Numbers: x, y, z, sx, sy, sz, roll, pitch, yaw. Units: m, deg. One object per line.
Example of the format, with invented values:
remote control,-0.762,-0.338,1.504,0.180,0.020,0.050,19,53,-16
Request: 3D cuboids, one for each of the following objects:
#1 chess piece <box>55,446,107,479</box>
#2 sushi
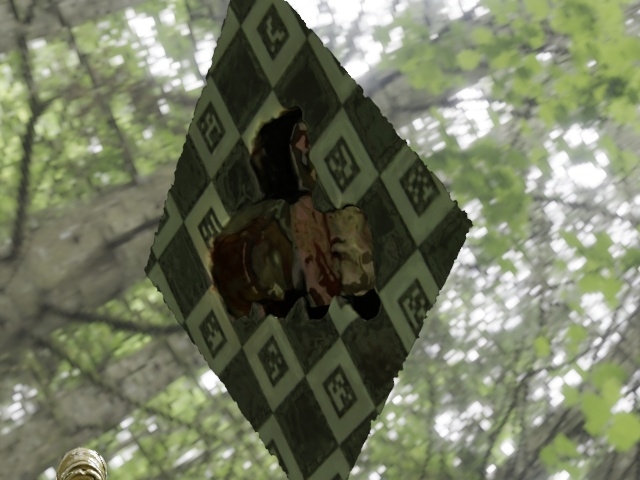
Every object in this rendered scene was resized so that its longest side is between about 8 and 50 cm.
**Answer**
chess piece,-0.257,0.262,1.781,0.060,0.172,0.060,0,-90,-8
sushi,0.000,0.000,1.314,0.320,0.069,0.339,51,-45,34
